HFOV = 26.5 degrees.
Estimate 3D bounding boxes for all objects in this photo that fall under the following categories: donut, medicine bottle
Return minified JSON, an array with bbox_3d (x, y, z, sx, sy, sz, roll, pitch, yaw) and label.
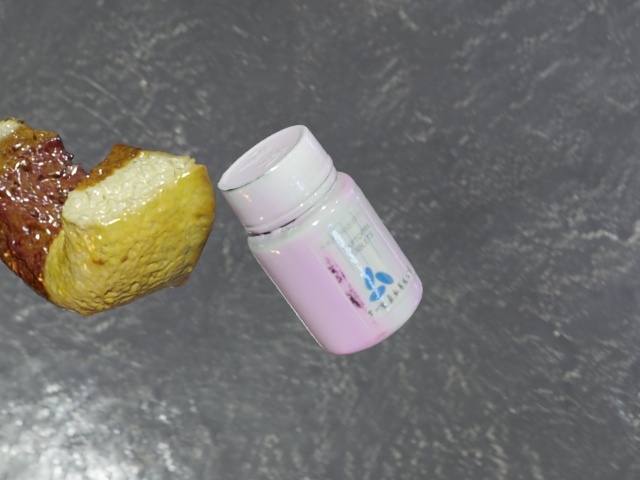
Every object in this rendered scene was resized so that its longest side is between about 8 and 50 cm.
[{"bbox_3d":[-0.218,-0.006,1.192,0.295,0.151,0.112,17,37,42],"label":"donut"},{"bbox_3d":[0.000,0.000,1.616,0.152,0.254,0.152,-29,20,12],"label":"medicine bottle"}]
